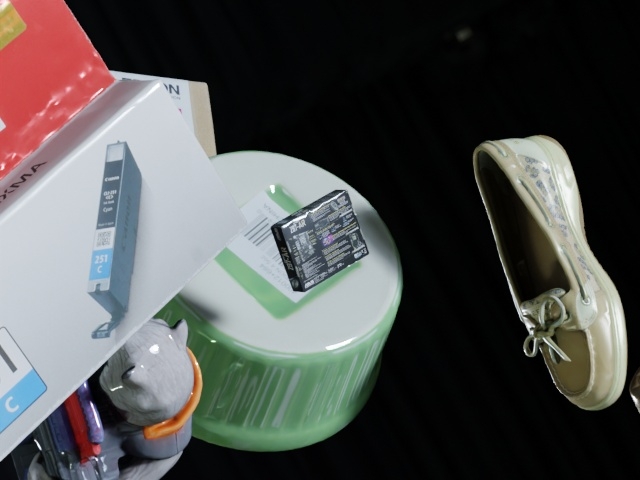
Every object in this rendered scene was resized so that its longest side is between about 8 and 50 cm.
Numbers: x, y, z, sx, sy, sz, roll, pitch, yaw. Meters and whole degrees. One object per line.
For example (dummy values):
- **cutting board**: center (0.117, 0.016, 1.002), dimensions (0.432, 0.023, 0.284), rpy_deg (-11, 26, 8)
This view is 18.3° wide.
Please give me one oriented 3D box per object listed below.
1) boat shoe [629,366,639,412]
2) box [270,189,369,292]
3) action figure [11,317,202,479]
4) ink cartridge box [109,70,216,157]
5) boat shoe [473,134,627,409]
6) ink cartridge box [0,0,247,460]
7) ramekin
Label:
- **boat shoe**: center (0.485, 0.151, 2.457), dimensions (0.122, 0.110, 0.341), rpy_deg (-7, -156, 40)
- **box**: center (0.000, 0.000, 1.805), dimensions (0.083, 0.067, 0.018), rpy_deg (-31, -161, -32)
- **action figure**: center (-0.198, 0.083, 1.604), dimensions (0.179, 0.341, 0.330), rpy_deg (-16, -176, -29)
- **ink cartridge box**: center (-0.250, -0.114, 2.435), dimensions (0.235, 0.193, 0.088), rpy_deg (5, 139, -18)
- **boat shoe**: center (0.220, 0.034, 1.961), dimensions (0.089, 0.285, 0.104), rpy_deg (-4, 159, -39)
- **ink cartridge box**: center (-0.224, -0.021, 1.373), dimensions (0.296, 0.261, 0.066), rpy_deg (-45, -152, -26)
- **ramekin**: center (-0.063, 0.052, 2.038), dimensions (0.303, 0.303, 0.148), rpy_deg (-28, 156, -36)
